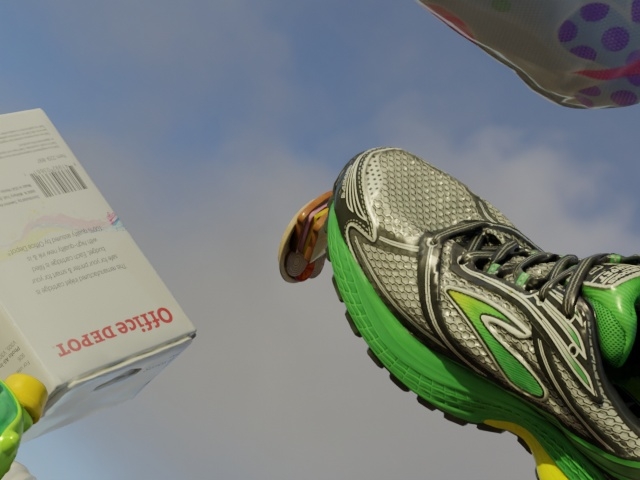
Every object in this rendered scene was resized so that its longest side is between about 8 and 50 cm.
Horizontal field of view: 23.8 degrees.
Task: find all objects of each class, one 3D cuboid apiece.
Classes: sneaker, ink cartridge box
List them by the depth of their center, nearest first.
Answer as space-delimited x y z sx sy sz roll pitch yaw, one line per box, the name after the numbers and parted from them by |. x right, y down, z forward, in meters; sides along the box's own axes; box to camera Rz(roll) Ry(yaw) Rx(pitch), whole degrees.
0.138 0.044 0.857 0.343 0.134 0.146 40 -40 29 | sneaker
-0.210 0.023 1.060 0.212 0.154 0.093 52 -58 12 | ink cartridge box

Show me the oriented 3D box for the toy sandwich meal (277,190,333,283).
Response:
0.000 0.000 1.175 0.029 0.085 0.085 30 -26 27 | toy sandwich meal

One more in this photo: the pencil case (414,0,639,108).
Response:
0.025 -0.154 0.484 0.273 0.124 0.113 34 -50 -28 | pencil case

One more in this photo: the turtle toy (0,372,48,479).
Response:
-0.202 0.095 0.745 0.130 0.095 0.066 -3 -43 27 | turtle toy

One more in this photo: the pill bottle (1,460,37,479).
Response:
-0.101 0.232 0.848 0.278 0.162 0.162 26 -24 7 | pill bottle
